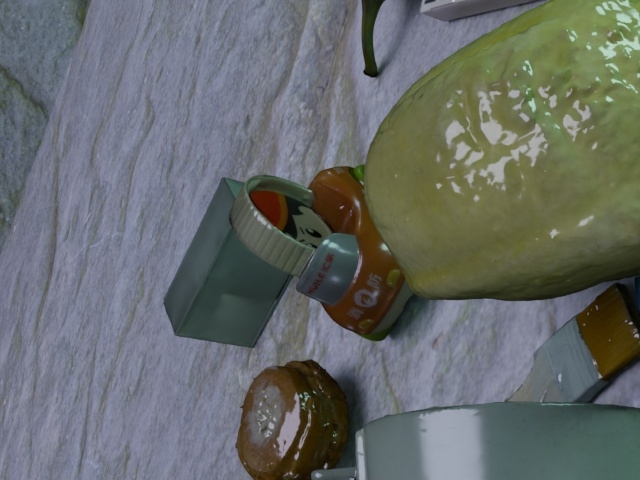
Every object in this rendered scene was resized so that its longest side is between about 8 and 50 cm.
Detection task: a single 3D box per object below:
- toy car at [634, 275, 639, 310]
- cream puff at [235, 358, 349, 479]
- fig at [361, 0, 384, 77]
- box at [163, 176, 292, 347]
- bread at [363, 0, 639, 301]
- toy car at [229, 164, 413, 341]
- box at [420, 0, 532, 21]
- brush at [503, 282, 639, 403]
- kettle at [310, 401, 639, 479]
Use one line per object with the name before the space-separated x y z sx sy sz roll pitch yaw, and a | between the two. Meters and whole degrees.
toy car | 0.304 0.093 0.792 0.126 0.098 0.161 -23 58 56
cream puff | -0.028 0.229 1.274 0.150 0.115 0.165 35 99 51
fig | 0.072 -0.329 1.331 0.149 0.149 0.245 38 123 57
box | -0.117 0.035 1.484 0.225 0.129 0.086 -61 34 24
bread | 0.191 -0.075 0.850 0.320 0.320 0.237 -30 75 51
toy car | 0.000 0.000 1.218 0.145 0.235 0.235 -61 34 25
box | 0.227 -0.397 1.164 0.265 0.048 0.273 2 81 59
brush | 0.195 0.168 1.021 0.336 0.020 0.085 -51 40 38
kettle | 0.110 0.330 0.805 0.250 0.361 0.377 66 -158 -71
